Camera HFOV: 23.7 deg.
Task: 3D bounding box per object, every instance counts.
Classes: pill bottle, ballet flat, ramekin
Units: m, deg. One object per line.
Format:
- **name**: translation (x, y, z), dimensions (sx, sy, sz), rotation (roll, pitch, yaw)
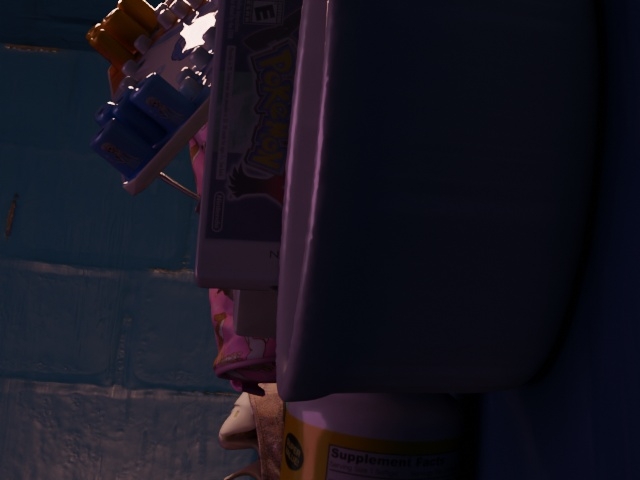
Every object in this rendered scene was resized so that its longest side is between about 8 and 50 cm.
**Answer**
- **pill bottle**: translation (0.032, 0.154, 0.988), dimensions (0.119, 0.119, 0.208), rotation (-122, 38, -83)
- **ballet flat**: translation (-0.077, 0.283, 1.978), dimensions (0.107, 0.106, 0.316), rotation (92, 171, -66)
- **ramekin**: translation (0.054, -0.046, 0.819), dimensions (0.277, 0.135, 0.277), rotation (-174, 90, -86)

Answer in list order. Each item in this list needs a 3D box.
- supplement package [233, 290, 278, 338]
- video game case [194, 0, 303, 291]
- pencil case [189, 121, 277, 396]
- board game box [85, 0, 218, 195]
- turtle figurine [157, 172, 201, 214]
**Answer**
- **supplement package**: translation (-0.005, -0.032, 1.468), dimensions (0.203, 0.149, 0.194), rotation (-99, 15, -68)
- **video game case**: translation (0.019, -0.063, 0.975), dimensions (0.023, 0.184, 0.201), rotation (88, -175, -71)
- **pencil case**: translation (-0.070, -0.020, 1.776), dimensions (0.167, 0.160, 0.386), rotation (123, 138, -70)
- **board game box**: translation (-0.045, -0.245, 1.193), dimensions (0.390, 0.050, 0.390), rotation (-48, 19, 8)
- **turtle figurine**: translation (-0.015, -0.086, 1.141), dimensions (0.274, 0.198, 0.266), rotation (61, 157, 0)
